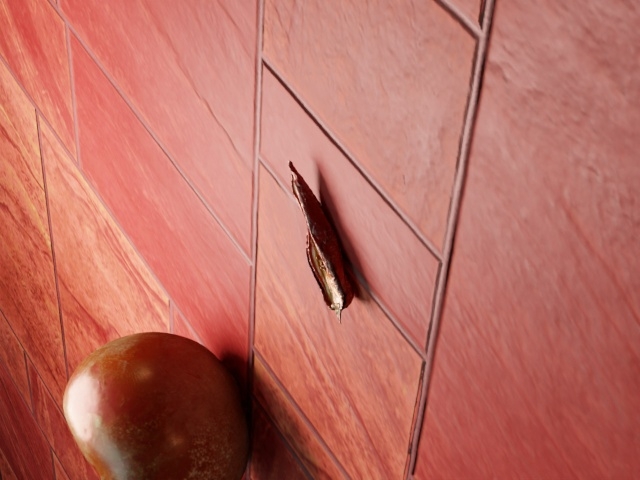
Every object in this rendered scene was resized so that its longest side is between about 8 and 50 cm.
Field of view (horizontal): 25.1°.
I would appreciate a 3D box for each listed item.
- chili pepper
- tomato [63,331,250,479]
[{"bbox_3d":[0.000,0.000,1.489,0.045,0.027,0.178,-15,97,62],"label":"chili pepper"},{"bbox_3d":[-0.204,0.247,1.899,0.270,0.223,0.270,57,172,12],"label":"tomato"}]
